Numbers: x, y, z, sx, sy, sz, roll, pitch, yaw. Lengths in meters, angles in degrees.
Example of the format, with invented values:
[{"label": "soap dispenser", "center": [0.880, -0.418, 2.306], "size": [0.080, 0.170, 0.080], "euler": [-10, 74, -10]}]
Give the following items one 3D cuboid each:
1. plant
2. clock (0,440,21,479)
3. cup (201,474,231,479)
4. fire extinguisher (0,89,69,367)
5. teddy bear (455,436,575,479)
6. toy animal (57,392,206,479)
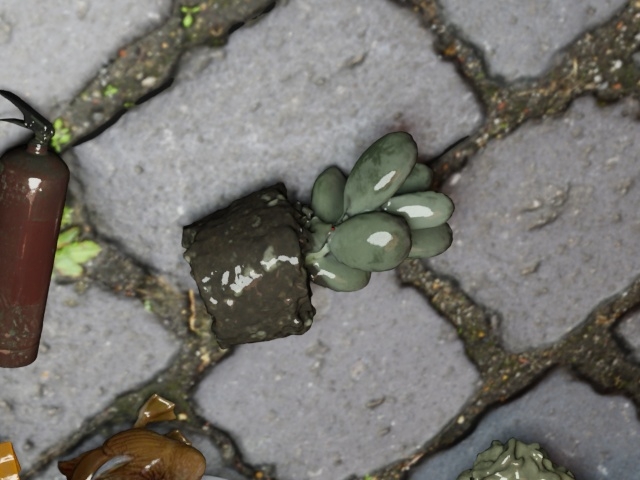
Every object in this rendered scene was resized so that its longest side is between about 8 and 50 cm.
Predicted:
[{"label": "plant", "center": [-0.001, 0.002, 1.434], "size": [0.275, 0.149, 0.146], "euler": [-25, 134, 0]}, {"label": "clock", "center": [-0.356, 0.232, 1.406], "size": [0.106, 0.220, 0.255], "euler": [-14, 110, -10]}, {"label": "cup", "center": [-0.169, 0.435, 1.439], "size": [0.253, 0.371, 0.253], "euler": [16, 129, 21]}, {"label": "fire extinguisher", "center": [-0.300, -0.010, 1.387], "size": [0.089, 0.072, 0.267], "euler": [20, 112, 15]}, {"label": "teddy bear", "center": [0.278, 0.377, 1.683], "size": [0.357, 0.224, 0.367], "euler": [-30, 104, 1]}, {"label": "toy animal", "center": [-0.207, 0.253, 1.482], "size": [0.188, 0.179, 0.089], "euler": [-13, 118, 20]}]
